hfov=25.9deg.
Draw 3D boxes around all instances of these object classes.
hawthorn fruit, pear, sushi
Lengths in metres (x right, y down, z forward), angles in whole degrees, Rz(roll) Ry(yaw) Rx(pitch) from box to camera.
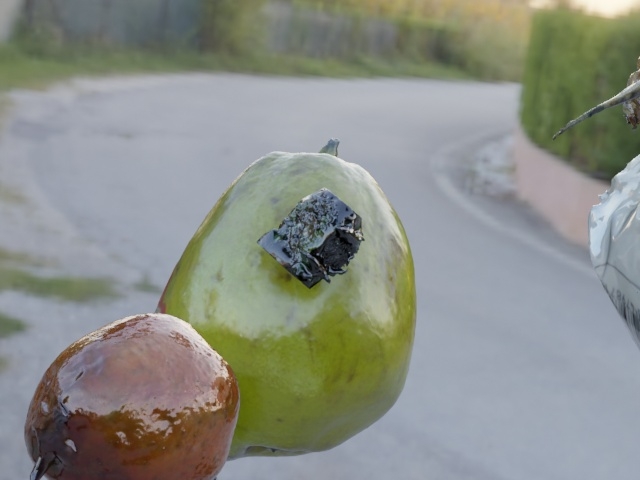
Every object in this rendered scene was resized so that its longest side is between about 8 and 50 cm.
[{"bbox_3d":[-0.082,0.074,0.574,0.081,0.081,0.093,14,13,30],"label":"hawthorn fruit"},{"bbox_3d":[-0.030,0.059,1.490,0.287,0.375,0.287,13,-16,4],"label":"pear"},{"bbox_3d":[0.000,0.000,1.307,0.056,0.083,0.085,42,-2,-33],"label":"sushi"}]

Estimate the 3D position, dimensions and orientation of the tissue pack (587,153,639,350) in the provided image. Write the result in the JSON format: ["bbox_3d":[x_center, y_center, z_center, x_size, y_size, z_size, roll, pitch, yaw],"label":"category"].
[{"bbox_3d":[0.365,0.095,0.954,0.390,0.195,0.375,51,3,-24],"label":"tissue pack"}]

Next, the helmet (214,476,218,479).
[{"bbox_3d":[-0.192,0.354,1.299,0.177,0.305,0.225,12,2,-4],"label":"helmet"}]

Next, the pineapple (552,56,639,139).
[{"bbox_3d":[0.374,-0.157,1.138,0.335,0.161,0.158,7,23,31],"label":"pineapple"}]
